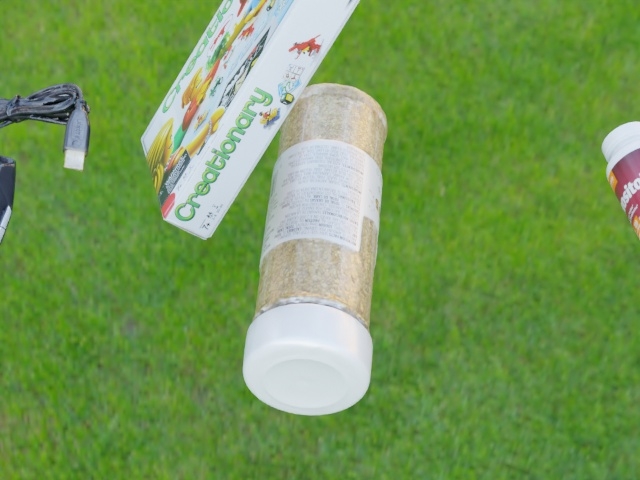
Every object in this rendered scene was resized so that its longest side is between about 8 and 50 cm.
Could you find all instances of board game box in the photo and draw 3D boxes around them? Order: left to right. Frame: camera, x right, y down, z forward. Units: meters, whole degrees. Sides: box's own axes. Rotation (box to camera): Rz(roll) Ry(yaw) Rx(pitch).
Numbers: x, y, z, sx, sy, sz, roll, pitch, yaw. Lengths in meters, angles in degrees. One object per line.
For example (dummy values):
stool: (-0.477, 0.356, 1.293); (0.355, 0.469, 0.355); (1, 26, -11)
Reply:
board game box: (-0.061, -0.171, 1.367); (0.053, 0.305, 0.193); (26, 17, -24)

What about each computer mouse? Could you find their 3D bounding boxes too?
computer mouse: (-0.301, -0.038, 1.414); (0.184, 0.060, 0.262); (-8, 50, 22)

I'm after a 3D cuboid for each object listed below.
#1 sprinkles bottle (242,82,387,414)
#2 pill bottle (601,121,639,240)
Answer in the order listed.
sprinkles bottle: (0.000, 0.000, 1.496); (0.121, 0.121, 0.355); (7, 49, -1)
pill bottle: (0.398, -0.067, 1.790); (0.086, 0.086, 0.152); (-9, 52, -15)
